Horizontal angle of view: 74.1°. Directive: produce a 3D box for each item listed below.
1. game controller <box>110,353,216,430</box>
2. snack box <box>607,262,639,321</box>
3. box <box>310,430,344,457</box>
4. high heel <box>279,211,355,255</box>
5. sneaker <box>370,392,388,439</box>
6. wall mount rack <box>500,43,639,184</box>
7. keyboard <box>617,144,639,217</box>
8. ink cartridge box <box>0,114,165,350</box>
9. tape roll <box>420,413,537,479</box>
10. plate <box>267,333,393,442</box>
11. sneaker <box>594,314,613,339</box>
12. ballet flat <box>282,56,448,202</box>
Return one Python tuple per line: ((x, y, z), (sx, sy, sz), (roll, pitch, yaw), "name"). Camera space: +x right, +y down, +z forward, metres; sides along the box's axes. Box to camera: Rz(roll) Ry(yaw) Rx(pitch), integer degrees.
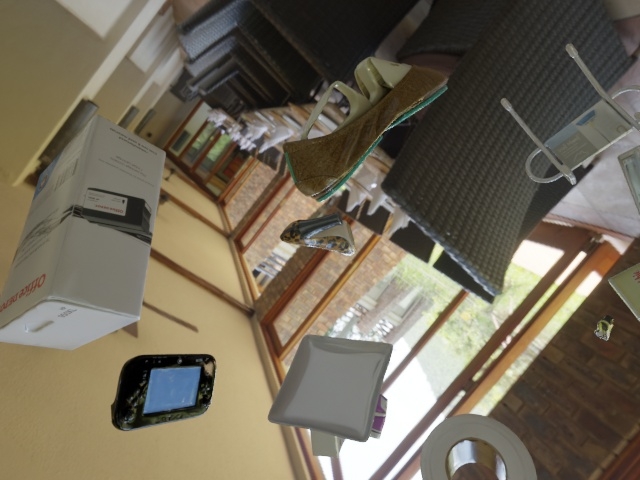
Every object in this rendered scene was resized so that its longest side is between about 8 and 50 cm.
((-0.377, 0.370, 1.065), (0.067, 0.167, 0.319), (11, 172, 27), "game controller")
((0.464, 0.071, 0.464), (0.060, 0.187, 0.322), (52, -154, 0), "snack box")
((0.032, 0.655, 1.498), (0.090, 0.130, 0.170), (-5, -175, 18), "box")
((0.000, 0.000, 1.274), (0.261, 0.186, 0.093), (52, -154, -60), "high heel")
((0.069, 0.482, 1.304), (0.281, 0.161, 0.102), (18, 168, 1), "sneaker")
((0.688, -0.337, 1.159), (0.130, 0.350, 0.304), (13, -137, -53), "wall mount rack")
((0.591, -0.056, 0.732), (0.256, 0.072, 0.014), (55, -167, -18), "keyboard")
((-0.485, -0.005, 0.867), (0.166, 0.285, 0.395), (28, -132, -43), "ink cartridge box")
((0.362, 0.556, 0.985), (0.246, 0.246, 0.169), (41, 160, 44), "tape roll")
((0.034, 0.380, 1.117), (0.277, 0.277, 0.045), (0, 131, 26), "plate")
((0.677, 0.207, 1.004), (0.031, 0.035, 0.083), (39, 165, 39), "sneaker")
((0.070, -0.206, 0.667), (0.124, 0.342, 0.116), (52, 162, -14), "ballet flat")
